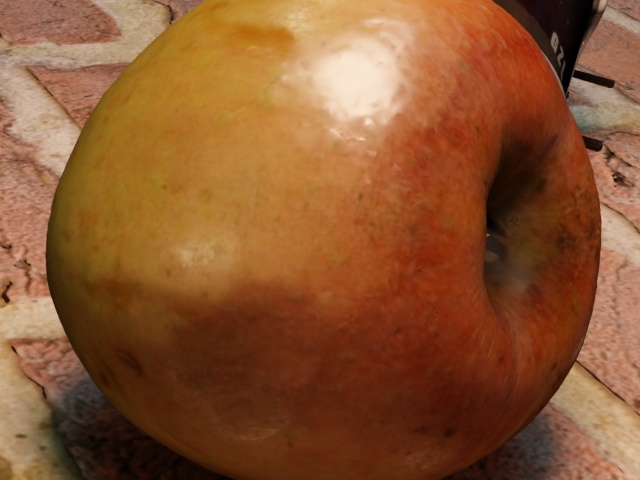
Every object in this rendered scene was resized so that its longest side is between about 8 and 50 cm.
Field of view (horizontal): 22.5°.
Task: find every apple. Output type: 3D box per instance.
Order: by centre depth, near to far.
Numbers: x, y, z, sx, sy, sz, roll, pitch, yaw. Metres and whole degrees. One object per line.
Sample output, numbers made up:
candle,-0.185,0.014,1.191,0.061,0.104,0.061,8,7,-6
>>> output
apple,0.000,0.000,1.024,0.305,0.338,0.338,-1,17,36

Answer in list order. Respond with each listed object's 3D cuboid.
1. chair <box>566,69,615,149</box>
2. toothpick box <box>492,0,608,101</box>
chair,0.181,-0.151,1.637,0.212,0.084,0.101,25,28,36
toothpick box,0.128,-0.217,1.464,0.263,0.263,0.354,12,50,15
